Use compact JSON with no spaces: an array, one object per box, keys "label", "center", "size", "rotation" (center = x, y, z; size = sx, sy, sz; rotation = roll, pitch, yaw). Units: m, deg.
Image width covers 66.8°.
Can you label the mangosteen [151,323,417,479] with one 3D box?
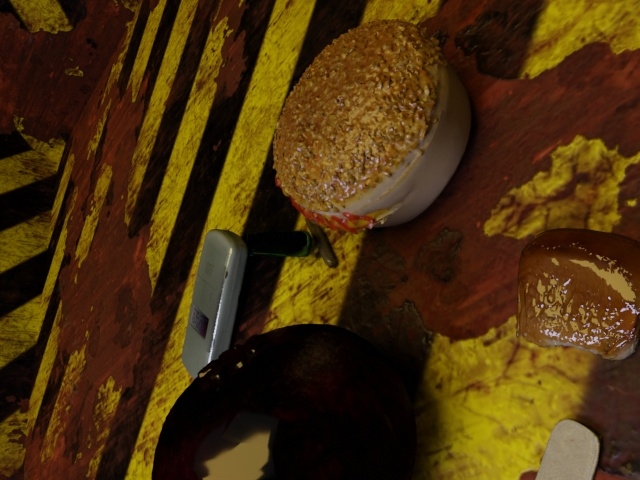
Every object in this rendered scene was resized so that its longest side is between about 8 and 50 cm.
[{"label":"mangosteen","center":[-0.027,0.243,0.554],"size":[0.297,0.293,0.297],"rotation":[-32,26,18]}]

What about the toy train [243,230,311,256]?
[{"label":"toy train","center":[-0.067,0.007,0.850],"size":[0.209,0.042,0.044],"rotation":[0,88,52]}]

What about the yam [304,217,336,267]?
[{"label":"yam","center":[0.000,0.000,0.797],"size":[0.021,0.021,0.116],"rotation":[-50,45,26]}]

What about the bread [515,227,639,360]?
[{"label":"bread","center":[0.247,0.047,0.470],"size":[0.129,0.044,0.126],"rotation":[8,84,48]}]

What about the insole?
[{"label":"insole","center":[0.214,0.262,0.457],"size":[0.063,0.010,0.192],"rotation":[21,94,51]}]

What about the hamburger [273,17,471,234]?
[{"label":"hamburger","center":[0.056,-0.150,0.658],"size":[0.276,0.179,0.294],"rotation":[46,112,48]}]

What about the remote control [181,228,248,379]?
[{"label":"remote control","center":[-0.208,0.125,0.948],"size":[0.140,0.056,0.296],"rotation":[22,102,51]}]
